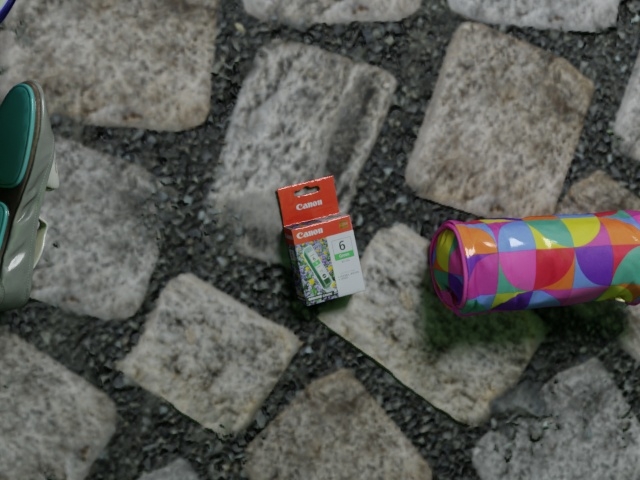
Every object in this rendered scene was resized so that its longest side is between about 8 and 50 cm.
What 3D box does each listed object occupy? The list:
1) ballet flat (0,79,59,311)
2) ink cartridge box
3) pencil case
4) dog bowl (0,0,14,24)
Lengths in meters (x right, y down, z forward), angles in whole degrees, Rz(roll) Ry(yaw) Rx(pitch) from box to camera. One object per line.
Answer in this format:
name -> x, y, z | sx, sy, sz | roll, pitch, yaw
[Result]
ballet flat -> -0.274, -0.039, 1.748 | 0.068, 0.072, 0.213 | 12, 93, -47
ink cartridge box -> 0.000, 0.000, 1.856 | 0.062, 0.029, 0.115 | -15, 101, -16
pencil case -> 0.228, 0.024, 1.903 | 0.236, 0.104, 0.104 | -1, 96, -17
dog bowl -> -0.377, -0.270, 1.634 | 0.264, 0.104, 0.265 | 0, 92, -11
